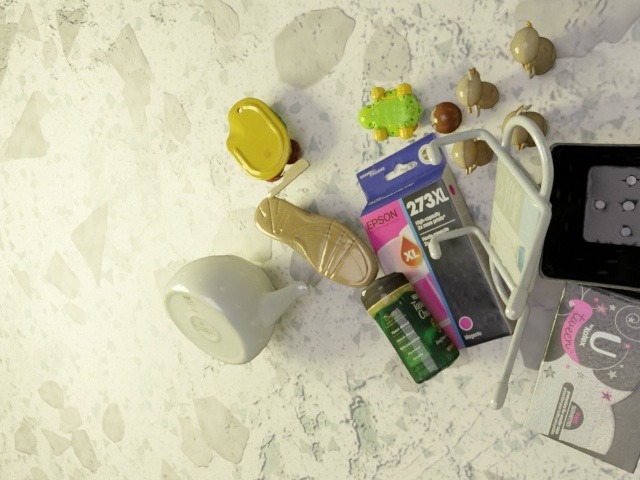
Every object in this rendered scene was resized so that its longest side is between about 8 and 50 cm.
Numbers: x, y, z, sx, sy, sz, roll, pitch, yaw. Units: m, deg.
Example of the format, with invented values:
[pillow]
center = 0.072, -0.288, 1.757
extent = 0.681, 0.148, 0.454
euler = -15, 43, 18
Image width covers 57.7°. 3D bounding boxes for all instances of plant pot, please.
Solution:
[plant pot]
center = 0.423, -0.040, 0.812
extent = 0.188, 0.167, 0.187
euler = 6, 101, 30

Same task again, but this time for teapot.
[teapot]
center = -0.186, 0.118, 1.205
extent = 0.256, 0.187, 0.252
euler = 37, 144, 3

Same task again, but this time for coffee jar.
[coffee jar]
center = 0.148, 0.141, 0.978
extent = 0.079, 0.096, 0.184
euler = -41, 77, 27

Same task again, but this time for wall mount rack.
[wall mount rack]
center = 0.233, 0.027, 0.772
extent = 0.130, 0.350, 0.304
euler = -15, 47, -3

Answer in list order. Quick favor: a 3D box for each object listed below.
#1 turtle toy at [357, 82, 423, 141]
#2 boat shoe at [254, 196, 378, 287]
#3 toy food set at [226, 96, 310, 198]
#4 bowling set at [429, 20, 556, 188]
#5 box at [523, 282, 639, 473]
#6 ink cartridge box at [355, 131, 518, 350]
[turtle toy]
center = 0.122, -0.223, 1.025
extent = 0.130, 0.066, 0.095
euler = 2, 99, 32
[boat shoe]
center = 0.000, 0.000, 1.120
extent = 0.285, 0.092, 0.103
euler = 27, 98, 27
[toy food set]
center = -0.101, -0.186, 1.163
extent = 0.128, 0.071, 0.218
euler = -46, 70, 24
[bowling set]
center = 0.250, -0.174, 0.903
extent = 0.200, 0.154, 0.287
euler = 2, 99, 31
[box]
center = 0.420, 0.179, 0.864
extent = 0.163, 0.142, 0.247
euler = 18, 106, 27
[ink cartridge box]
center = 0.190, 0.014, 1.027
extent = 0.176, 0.069, 0.371
euler = -26, 82, 32
